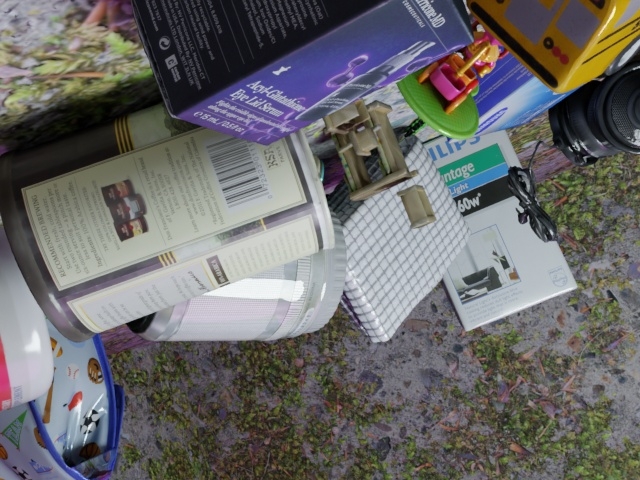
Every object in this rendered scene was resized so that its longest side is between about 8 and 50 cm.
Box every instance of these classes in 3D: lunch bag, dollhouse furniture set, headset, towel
[{"bbox_3d":[-0.561,0.305,1.323,0.327,0.386,0.239,-26,170,31],"label":"lunch bag"},{"bbox_3d":[0.058,-0.090,0.948,0.101,0.182,0.161,-24,172,25],"label":"dollhouse furniture set"},{"bbox_3d":[0.451,-0.162,1.055,0.394,0.185,0.243,-30,-174,-13],"label":"headset"},{"bbox_3d":[0.105,-0.003,1.150,0.121,0.235,0.284,8,-131,49],"label":"towel"}]

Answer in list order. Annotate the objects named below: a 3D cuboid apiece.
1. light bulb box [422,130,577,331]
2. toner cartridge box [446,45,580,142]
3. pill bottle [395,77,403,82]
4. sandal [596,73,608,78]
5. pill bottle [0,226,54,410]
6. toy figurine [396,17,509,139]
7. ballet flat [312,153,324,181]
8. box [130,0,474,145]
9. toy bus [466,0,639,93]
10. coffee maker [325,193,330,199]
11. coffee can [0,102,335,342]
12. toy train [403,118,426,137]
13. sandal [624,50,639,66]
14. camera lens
[{"bbox_3d":[0.324,-0.021,1.444,0.225,0.361,0.358,-23,172,7],"label":"light bulb box"},{"bbox_3d":[0.310,-0.245,0.936,0.165,0.075,0.348,-16,171,-23],"label":"toner cartridge box"},{"bbox_3d":[0.076,-0.198,0.686,0.067,0.067,0.120,-15,170,-37],"label":"pill bottle"},{"bbox_3d":[0.497,-0.304,1.173,0.179,0.040,0.067,-7,168,6],"label":"sandal"},{"bbox_3d":[-0.539,0.133,0.782,0.407,0.229,0.229,-16,171,-31],"label":"pill bottle"},{"bbox_3d":[0.186,-0.216,0.760,0.159,0.130,0.173,-40,-177,41],"label":"toy figurine"},{"bbox_3d":[-0.070,-0.078,1.121,0.086,0.086,0.248,-17,172,-23],"label":"ballet flat"},{"bbox_3d":[-0.007,-0.169,0.521,0.207,0.108,0.153,-23,171,21],"label":"box"},{"bbox_3d":[0.268,-0.237,0.557,0.332,0.108,0.130,-32,161,-25],"label":"toy bus"},{"bbox_3d":[0.000,0.000,1.269,0.120,0.171,0.178,-26,-164,12],"label":"coffee maker"},{"bbox_3d":[-0.147,-0.038,0.707,0.275,0.202,0.201,-20,172,-5],"label":"coffee can"},{"bbox_3d":[0.164,-0.190,1.145,0.023,0.017,0.083,-28,176,-27],"label":"toy train"},{"bbox_3d":[0.513,-0.313,1.047,0.219,0.060,0.090,-23,-178,6],"label":"sandal"},{"bbox_3d":[-0.130,0.028,0.949,0.274,0.219,0.219,5,159,-32],"label":"camera lens"}]
